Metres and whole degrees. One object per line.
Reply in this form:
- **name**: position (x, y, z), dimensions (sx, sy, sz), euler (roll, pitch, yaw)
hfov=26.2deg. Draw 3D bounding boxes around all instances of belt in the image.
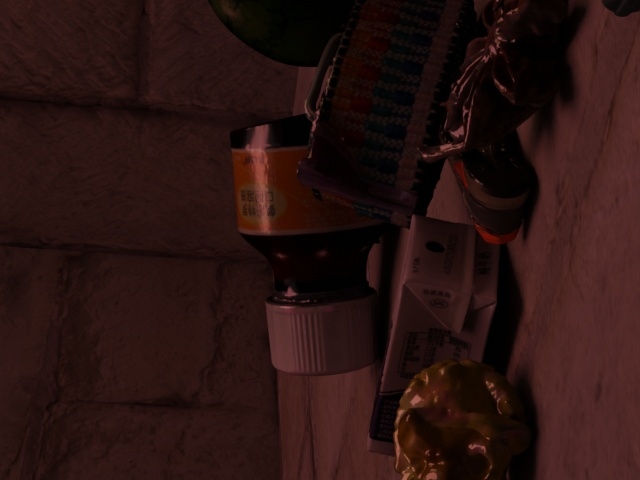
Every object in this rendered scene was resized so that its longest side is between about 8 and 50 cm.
- **belt**: position (0.067, -0.149, 1.528), dimensions (0.207, 0.161, 0.295), euler (83, -157, -66)

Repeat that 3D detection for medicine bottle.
- **medicine bottle**: position (0.000, 0.000, 2.067), dimensions (0.242, 0.243, 0.395), euler (-150, 51, -83)

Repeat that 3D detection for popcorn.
- **popcorn**: position (0.128, 0.181, 1.271), dimensions (0.126, 0.126, 0.145), euler (71, -139, -80)

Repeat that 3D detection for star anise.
- **star anise**: position (0.171, -0.167, 1.268), dimensions (0.230, 0.081, 0.262), euler (-96, 23, -55)

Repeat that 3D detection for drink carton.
- **drink carton**: position (0.116, 0.101, 1.407), dimensions (0.134, 0.102, 0.222), euler (-71, -9, -57)

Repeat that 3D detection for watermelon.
- **watermelon**: position (-0.010, -0.405, 1.900), dimensions (0.363, 0.363, 0.363), euler (-176, 90, -83)

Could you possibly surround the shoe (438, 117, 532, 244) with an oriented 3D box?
- **shoe**: position (0.160, -0.065, 1.366), dimensions (0.194, 0.074, 0.077), euler (-103, 10, -61)

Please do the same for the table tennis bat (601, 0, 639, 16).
- **table tennis bat**: position (0.230, -0.276, 1.044), dimensions (0.149, 0.038, 0.237), euler (109, 166, -66)
